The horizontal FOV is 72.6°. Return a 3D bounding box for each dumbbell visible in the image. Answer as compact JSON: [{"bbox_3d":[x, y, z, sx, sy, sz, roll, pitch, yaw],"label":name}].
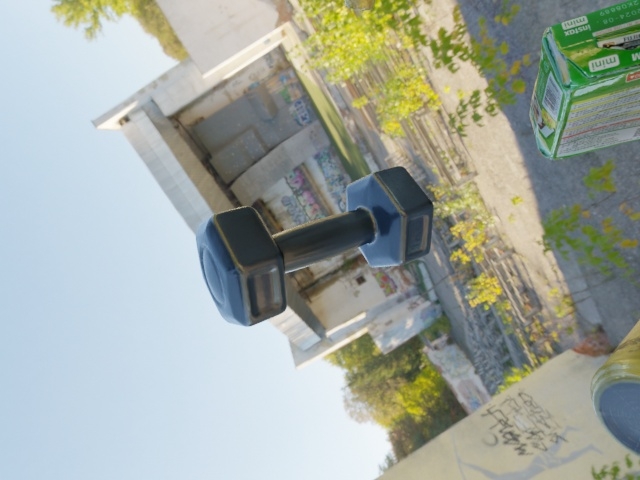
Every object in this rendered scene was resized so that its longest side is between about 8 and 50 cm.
[{"bbox_3d":[0.000,0.000,0.604,0.160,0.324,0.144,-18,91,64],"label":"dumbbell"}]

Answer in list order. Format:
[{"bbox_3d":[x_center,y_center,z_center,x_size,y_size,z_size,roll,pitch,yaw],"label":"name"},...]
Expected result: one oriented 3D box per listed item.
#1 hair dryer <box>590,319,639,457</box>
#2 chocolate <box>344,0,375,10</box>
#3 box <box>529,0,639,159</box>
[{"bbox_3d":[0.314,0.055,0.277,0.090,0.135,0.279,54,145,20],"label":"hair dryer"},{"bbox_3d":[0.046,-0.385,0.495,0.086,0.085,0.219,-119,25,-54],"label":"chocolate"},{"bbox_3d":[0.403,-0.216,0.616,0.250,0.180,0.103,29,-128,-65],"label":"box"}]
